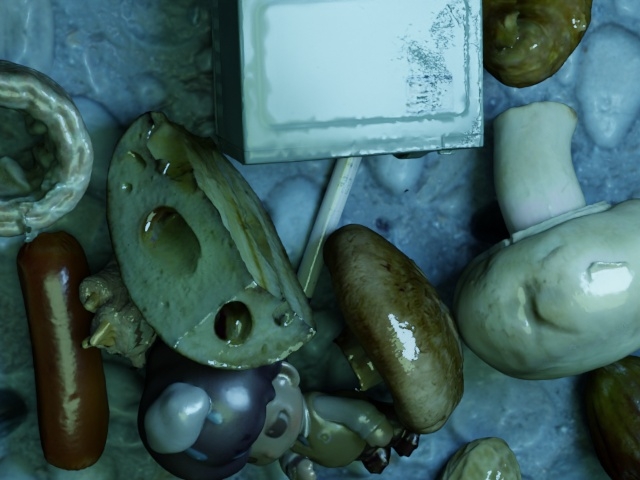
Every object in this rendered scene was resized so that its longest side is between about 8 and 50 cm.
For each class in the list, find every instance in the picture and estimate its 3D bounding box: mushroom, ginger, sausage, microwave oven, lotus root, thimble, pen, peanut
[{"bbox_3d":[0.318,0.032,1.884,0.315,0.356,0.315,4,133,4],"label":"mushroom"},{"bbox_3d":[0.262,-0.340,1.847,0.165,0.172,0.321,10,82,6],"label":"ginger"},{"bbox_3d":[0.090,0.110,1.845,0.146,0.278,0.278,-30,108,5],"label":"mushroom"},{"bbox_3d":[-0.310,0.138,1.821,0.089,0.083,0.300,-7,102,-9],"label":"sausage"},{"bbox_3d":[0.028,-0.212,1.792,0.295,0.181,0.238,-5,101,-15],"label":"microwave oven"},{"bbox_3d":[-0.143,0.012,1.758,0.142,0.314,0.210,-38,144,16],"label":"lotus root"},{"bbox_3d":[-0.378,-0.111,1.719,0.229,0.148,0.196,27,93,-21],"label":"thimble"},{"bbox_3d":[0.000,0.000,1.906,0.033,0.033,0.269,17,96,-18],"label":"pen"},{"bbox_3d":[0.169,0.376,1.953,0.298,0.120,0.136,-48,142,-32],"label":"peanut"}]

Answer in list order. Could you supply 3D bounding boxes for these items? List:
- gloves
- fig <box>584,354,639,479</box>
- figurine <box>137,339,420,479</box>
[{"bbox_3d":[-0.232,0.076,1.796,0.094,0.144,0.110,-4,147,9],"label":"gloves"},{"bbox_3d":[0.409,0.214,2.016,0.145,0.170,0.274,-37,89,-24],"label":"fig"},{"bbox_3d":[-0.062,0.233,1.853,0.365,0.218,0.206,29,61,-22],"label":"figurine"}]
